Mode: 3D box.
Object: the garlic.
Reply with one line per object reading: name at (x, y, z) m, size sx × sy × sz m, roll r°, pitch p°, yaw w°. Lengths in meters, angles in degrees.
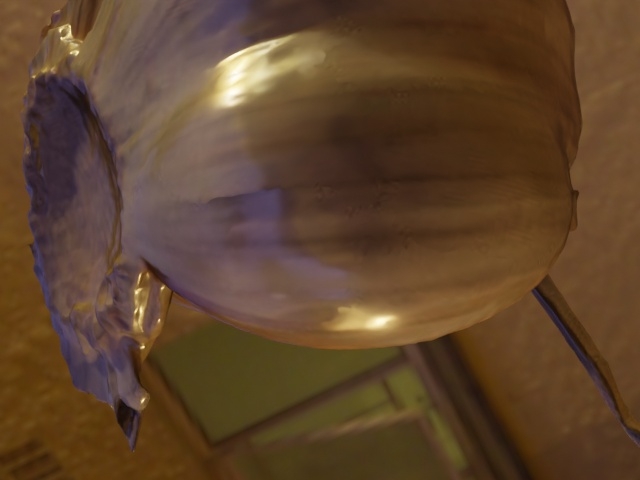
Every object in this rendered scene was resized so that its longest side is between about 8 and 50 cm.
garlic at (0.000, 0.000, 0.634) m, size 0.207 × 0.207 × 0.256 m, roll -104°, pitch -12°, yaw -62°
